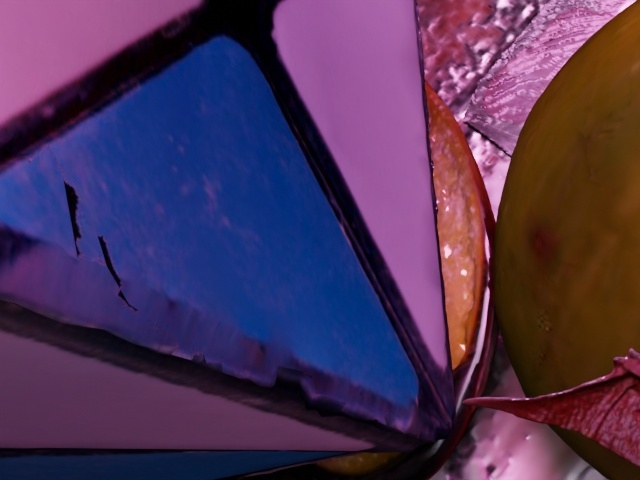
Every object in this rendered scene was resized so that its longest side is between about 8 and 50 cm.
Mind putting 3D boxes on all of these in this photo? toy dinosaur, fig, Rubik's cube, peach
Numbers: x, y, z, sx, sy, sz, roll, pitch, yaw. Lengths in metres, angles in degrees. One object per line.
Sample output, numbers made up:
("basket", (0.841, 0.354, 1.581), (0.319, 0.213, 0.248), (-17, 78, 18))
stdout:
("toy dinosaur", (0.158, 0.074, 0.462), (0.220, 0.108, 0.032), (2, 25, 10))
("fig", (0.169, -0.006, 0.537), (0.203, 0.225, 0.203), (2, 53, -2))
("Rubik's cube", (-0.143, -0.052, 0.558), (0.305, 0.310, 0.307), (-19, 62, 27))
("peach", (0.002, 0.003, 0.668), (0.189, 0.068, 0.279), (-17, 63, 22))

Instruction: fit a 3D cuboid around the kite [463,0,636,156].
("kite", (0.230, -0.159, 0.699), (0.204, 0.022, 0.360), (24, 78, 19))
